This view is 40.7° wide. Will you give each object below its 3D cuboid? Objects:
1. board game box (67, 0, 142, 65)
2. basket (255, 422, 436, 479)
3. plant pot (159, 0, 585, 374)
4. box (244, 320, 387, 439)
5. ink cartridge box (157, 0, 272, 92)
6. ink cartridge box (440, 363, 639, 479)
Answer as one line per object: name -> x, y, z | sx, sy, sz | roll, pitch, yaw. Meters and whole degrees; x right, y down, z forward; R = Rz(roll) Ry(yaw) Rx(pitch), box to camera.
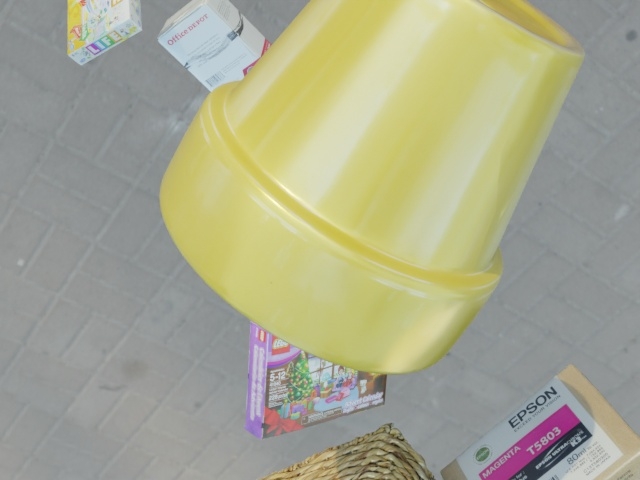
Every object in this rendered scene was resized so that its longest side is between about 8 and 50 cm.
board game box -> -0.287, -0.317, 1.143 | 0.103, 0.154, 0.026 | -24, 146, 20
basket -> 0.007, 0.397, 1.009 | 0.299, 0.223, 0.213 | -28, 104, 23
plant pot -> 0.048, -0.076, 0.613 | 0.254, 0.254, 0.239 | 24, 118, -17
box -> 0.002, 0.225, 1.551 | 0.293, 0.057, 0.201 | -7, 106, -39
ink cartridge box -> -0.154, -0.296, 1.313 | 0.109, 0.063, 0.150 | -27, 125, 31
ink cartridge box -> 0.286, 0.294, 1.069 | 0.235, 0.193, 0.088 | -42, 115, 6
